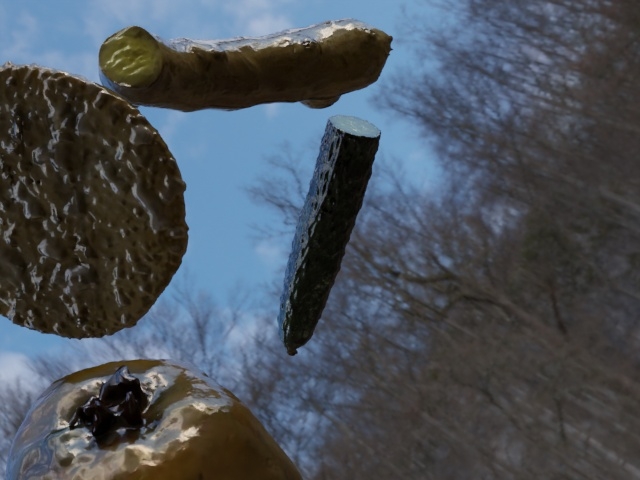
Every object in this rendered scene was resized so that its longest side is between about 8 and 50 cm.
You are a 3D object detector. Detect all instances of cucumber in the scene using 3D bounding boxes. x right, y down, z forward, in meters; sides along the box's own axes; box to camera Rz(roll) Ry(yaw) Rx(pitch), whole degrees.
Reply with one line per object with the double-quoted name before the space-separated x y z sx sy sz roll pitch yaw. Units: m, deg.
"cucumber" 0.000 0.000 1.122 0.067 0.067 0.294 -2 -63 -41

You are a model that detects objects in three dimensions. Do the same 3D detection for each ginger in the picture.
"ginger" -0.059 -0.144 0.796 0.298 0.065 0.118 -10 -21 -46

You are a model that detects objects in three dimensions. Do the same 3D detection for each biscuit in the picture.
"biscuit" -0.200 -0.026 0.715 0.033 0.219 0.220 -59 -23 -67

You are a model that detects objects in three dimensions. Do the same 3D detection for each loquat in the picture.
"loquat" -0.098 0.168 0.579 0.176 0.187 0.234 -50 -39 -31
